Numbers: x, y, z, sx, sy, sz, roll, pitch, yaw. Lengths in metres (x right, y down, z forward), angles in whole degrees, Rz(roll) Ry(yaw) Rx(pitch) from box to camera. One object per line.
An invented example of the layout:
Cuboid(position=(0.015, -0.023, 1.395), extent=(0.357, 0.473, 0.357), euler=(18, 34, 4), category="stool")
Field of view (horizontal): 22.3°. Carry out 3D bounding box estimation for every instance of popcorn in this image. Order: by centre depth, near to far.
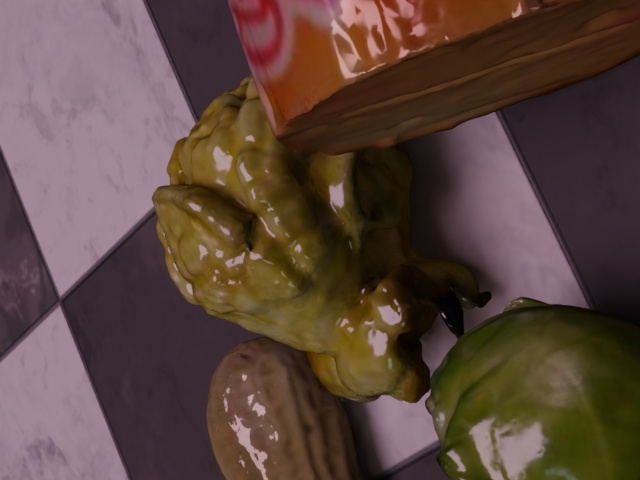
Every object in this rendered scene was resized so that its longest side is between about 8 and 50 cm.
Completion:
Cuboid(position=(0.002, -0.007, 0.935), extent=(0.195, 0.168, 0.173), euler=(42, 127, -15), category="popcorn")

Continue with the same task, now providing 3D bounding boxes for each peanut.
Cuboid(position=(-0.013, 0.166, 1.031), extent=(0.098, 0.090, 0.214), euler=(-31, 75, 55), category="peanut")

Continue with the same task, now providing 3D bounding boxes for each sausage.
Cuboid(position=(0.040, -0.208, 0.769), extent=(0.233, 0.233, 0.287), euler=(-26, 78, 49), category="sausage")

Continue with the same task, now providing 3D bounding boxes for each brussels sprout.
Cuboid(position=(0.136, 0.097, 0.817), extent=(0.122, 0.151, 0.149), euler=(-27, 49, 20), category="brussels sprout")
